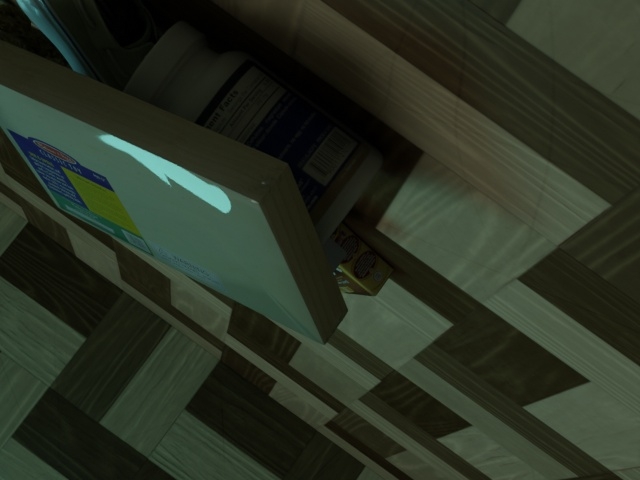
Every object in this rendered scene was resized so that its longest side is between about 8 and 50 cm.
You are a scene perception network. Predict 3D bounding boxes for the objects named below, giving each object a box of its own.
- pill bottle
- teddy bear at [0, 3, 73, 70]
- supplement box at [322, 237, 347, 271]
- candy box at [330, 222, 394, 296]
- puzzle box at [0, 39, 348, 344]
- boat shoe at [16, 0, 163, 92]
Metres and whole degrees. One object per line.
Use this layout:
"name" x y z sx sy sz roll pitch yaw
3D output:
"pill bottle" -0.078 -0.108 1.367 0.265 0.153 0.153 37 166 0
"teddy bear" -0.277 -0.175 1.594 0.338 0.113 0.245 40 -168 -14
"supplement box" -0.078 0.002 1.675 0.130 0.073 0.239 43 164 -18
"candy box" 0.000 0.000 1.736 0.187 0.053 0.109 40 165 -20
"puzzle box" -0.173 -0.055 1.339 0.409 0.052 0.272 25 157 28
"boat shoe" -0.228 -0.224 1.437 0.094 0.109 0.302 4 158 29
